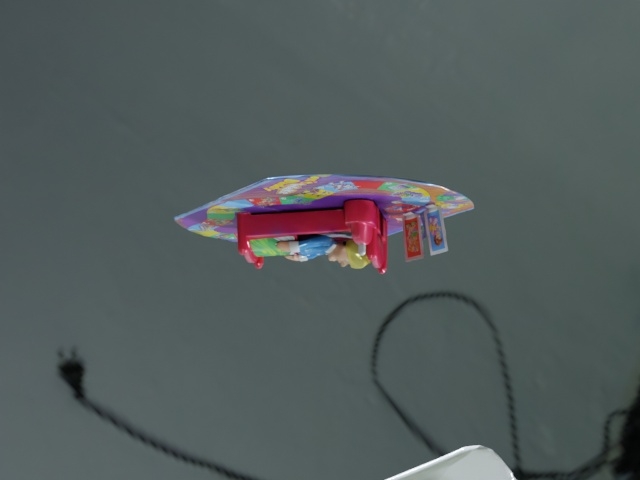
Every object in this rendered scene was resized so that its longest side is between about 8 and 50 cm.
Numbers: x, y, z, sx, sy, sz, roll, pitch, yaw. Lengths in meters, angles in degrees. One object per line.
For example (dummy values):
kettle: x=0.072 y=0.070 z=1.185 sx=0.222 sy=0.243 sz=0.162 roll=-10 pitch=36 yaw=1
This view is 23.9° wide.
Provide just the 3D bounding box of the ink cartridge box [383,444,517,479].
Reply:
ink cartridge box: x=0.076 y=0.271 z=0.760 sx=0.353 sy=0.207 sz=0.119 roll=53 pitch=19 yaw=-38

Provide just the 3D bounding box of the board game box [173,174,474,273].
board game box: x=0.000 y=0.000 z=0.842 sx=0.133 sy=0.168 sz=0.033 roll=7 pitch=75 yaw=-34
